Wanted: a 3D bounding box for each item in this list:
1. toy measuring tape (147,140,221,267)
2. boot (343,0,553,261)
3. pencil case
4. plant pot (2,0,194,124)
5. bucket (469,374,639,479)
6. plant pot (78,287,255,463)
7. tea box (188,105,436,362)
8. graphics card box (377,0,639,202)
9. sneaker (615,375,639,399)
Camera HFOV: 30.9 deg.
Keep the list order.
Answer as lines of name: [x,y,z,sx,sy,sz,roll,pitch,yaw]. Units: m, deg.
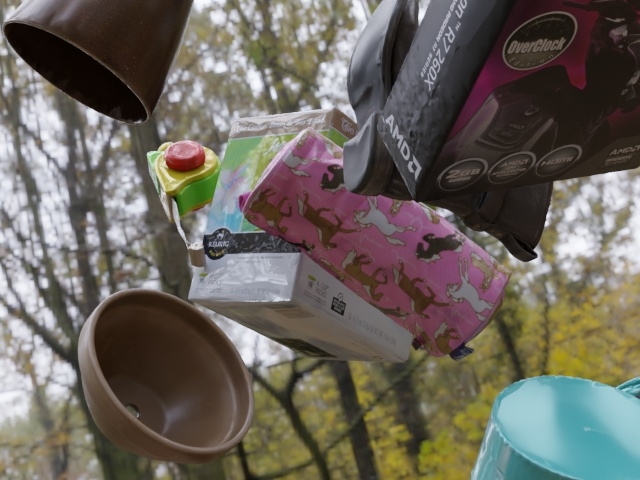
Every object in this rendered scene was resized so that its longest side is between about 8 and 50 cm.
toy measuring tape: [-0.201,-0.074,1.906,0.121,0.330,0.121,-12,-52,-16]
boot: [0.144,-0.122,1.203,0.229,0.262,0.091,14,-19,-20]
pencil case: [0.076,0.005,1.621,0.167,0.386,0.160,-53,1,-17]
plant pot: [-0.253,-0.304,1.493,0.215,0.230,0.215,28,-16,9]
bucket: [0.323,0.312,1.477,0.281,0.281,0.183,-4,-62,-23]
plant pot: [-0.207,0.184,1.422,0.237,0.237,0.110,11,-44,-42]
tea box: [0.000,0.000,1.892,0.220,0.323,0.329,-3,-22,37]
graphics card box: [0.205,-0.186,0.839,0.233,0.094,0.371,-9,-32,-25]
sneaker: [0.548,0.291,1.777,0.296,0.178,0.123,13,-47,-15]
